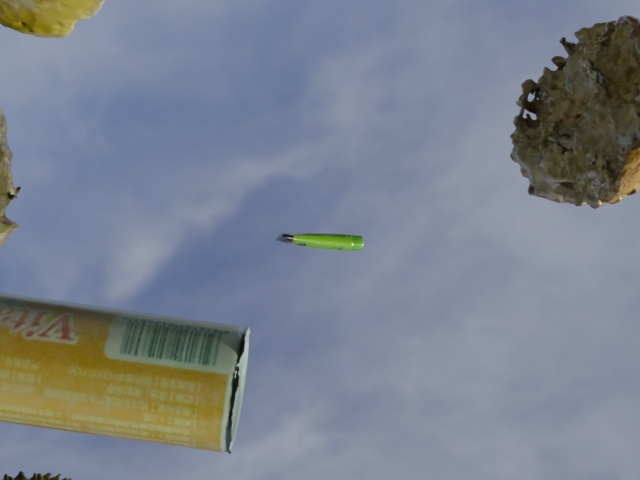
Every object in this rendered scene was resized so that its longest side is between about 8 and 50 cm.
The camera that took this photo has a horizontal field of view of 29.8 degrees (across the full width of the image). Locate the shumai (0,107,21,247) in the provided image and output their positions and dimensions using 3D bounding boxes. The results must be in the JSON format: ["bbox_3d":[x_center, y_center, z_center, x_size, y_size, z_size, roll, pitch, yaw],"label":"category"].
[{"bbox_3d":[-0.437,-0.114,1.097,0.217,0.283,0.346,-23,-125,6],"label":"shumai"}]

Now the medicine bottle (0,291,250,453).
[{"bbox_3d":[-0.266,0.079,0.851,0.426,0.108,0.108,9,-135,1],"label":"medicine bottle"}]

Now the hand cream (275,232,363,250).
[{"bbox_3d":[0.000,0.000,1.679,0.036,0.122,0.023,160,-67,-69],"label":"hand cream"}]

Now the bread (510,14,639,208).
[{"bbox_3d":[0.385,-0.164,1.602,0.274,0.149,0.274,-27,-125,47],"label":"bread"}]

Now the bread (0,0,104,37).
[{"bbox_3d":[-0.254,-0.287,1.081,0.197,0.197,0.170,-15,-158,22],"label":"bread"}]

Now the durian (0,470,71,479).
[{"bbox_3d":[-0.342,0.347,1.259,0.237,0.137,0.193,-67,-165,-19],"label":"durian"}]
